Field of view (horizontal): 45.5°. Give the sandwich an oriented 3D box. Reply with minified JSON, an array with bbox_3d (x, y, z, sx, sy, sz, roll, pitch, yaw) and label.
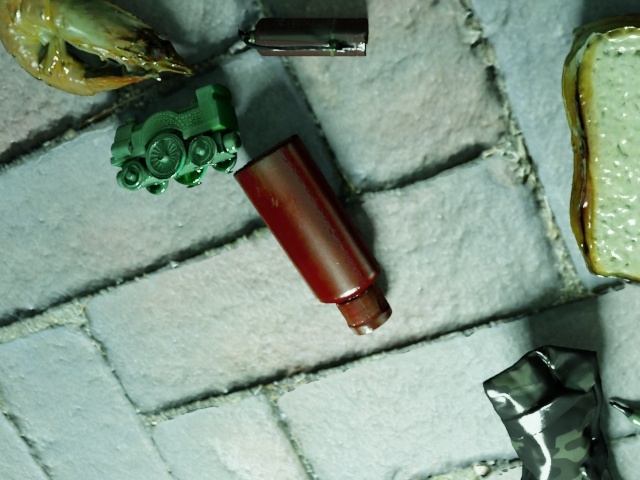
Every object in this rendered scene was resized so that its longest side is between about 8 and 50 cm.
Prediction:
[{"bbox_3d":[0.402,-0.100,0.812,0.271,0.099,0.301,-3,114,19],"label":"sandwich"}]

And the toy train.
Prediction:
[{"bbox_3d":[-0.182,-0.120,0.946,0.178,0.071,0.105,-15,83,22],"label":"toy train"}]

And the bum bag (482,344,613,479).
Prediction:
[{"bbox_3d":[0.309,0.278,0.992,0.143,0.095,0.341,-13,116,14],"label":"bum bag"}]

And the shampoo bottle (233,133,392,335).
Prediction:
[{"bbox_3d":[0.000,0.000,0.962,0.102,0.064,0.260,-25,105,29],"label":"shampoo bottle"}]

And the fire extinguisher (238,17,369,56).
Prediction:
[{"bbox_3d":[-0.025,-0.230,0.870,0.157,0.078,0.045,3,118,7],"label":"fire extinguisher"}]

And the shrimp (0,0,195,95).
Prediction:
[{"bbox_3d":[-0.280,-0.237,0.932,0.267,0.061,0.145,14,123,3],"label":"shrimp"}]

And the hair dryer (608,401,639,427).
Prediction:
[{"bbox_3d":[0.440,0.246,0.983,0.150,0.047,0.071,32,114,10],"label":"hair dryer"}]
